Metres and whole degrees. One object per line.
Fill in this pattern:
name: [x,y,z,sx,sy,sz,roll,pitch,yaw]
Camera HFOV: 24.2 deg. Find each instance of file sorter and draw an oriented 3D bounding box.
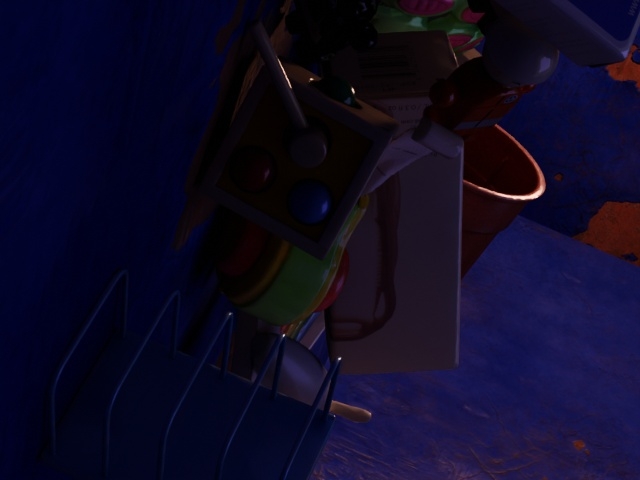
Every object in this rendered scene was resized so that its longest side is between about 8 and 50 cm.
file sorter: [-0.084,0.109,0.991,0.104,0.170,0.118,101,13,-51]

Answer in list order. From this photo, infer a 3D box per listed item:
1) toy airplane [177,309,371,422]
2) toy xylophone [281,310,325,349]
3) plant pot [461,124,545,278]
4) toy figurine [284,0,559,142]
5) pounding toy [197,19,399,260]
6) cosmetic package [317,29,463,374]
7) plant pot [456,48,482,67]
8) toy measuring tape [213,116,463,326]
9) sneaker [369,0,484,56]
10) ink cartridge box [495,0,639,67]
toy airplane: [-0.054,0.261,1.353,0.384,0.272,0.386,-97,-169,-79]
toy xylophone: [-0.002,0.011,1.703,0.236,0.081,0.323,-56,172,-11]
plant pot: [0.112,-0.032,1.966,0.265,0.272,0.272,-60,178,26]
toy figurine: [0.100,-0.208,1.185,0.148,0.213,0.209,-47,-167,54]
pounding toy: [-0.019,-0.079,1.123,0.141,0.130,0.100,-61,180,16]
cosmetic package: [0.064,-0.035,1.421,0.153,0.129,0.296,-98,-175,-61]
plant pot: [0.155,-0.193,1.830,0.109,0.096,0.109,-32,-150,13]
toy measuring tape: [0.000,0.000,1.263,0.330,0.121,0.121,-26,-149,52]
sneaker: [0.150,-0.316,1.611,0.185,0.202,0.483,-30,-178,35]
ink cartridge box: [0.152,-0.331,1.070,0.072,0.307,0.304,-5,-124,60]
